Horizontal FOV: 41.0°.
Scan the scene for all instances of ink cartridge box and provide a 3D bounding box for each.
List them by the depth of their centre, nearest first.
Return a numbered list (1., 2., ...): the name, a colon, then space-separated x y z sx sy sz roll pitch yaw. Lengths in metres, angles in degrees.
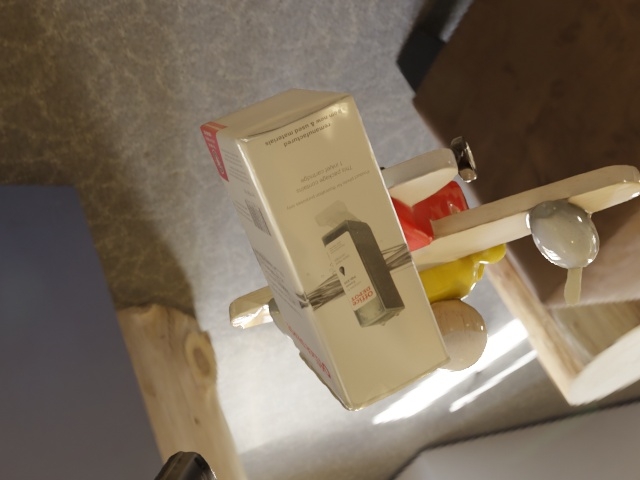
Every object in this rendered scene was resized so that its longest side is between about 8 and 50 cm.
1. ink cartridge box: 0.000 0.000 0.661 0.092 0.158 0.218 -24 107 -11

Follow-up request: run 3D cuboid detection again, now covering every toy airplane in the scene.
1. toy airplane: 0.120 0.024 0.986 0.384 0.272 0.386 -18 178 -26

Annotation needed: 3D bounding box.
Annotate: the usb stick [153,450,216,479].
1. usb stick: -0.117 0.222 0.563 0.045 0.077 0.278 -15 -173 9
